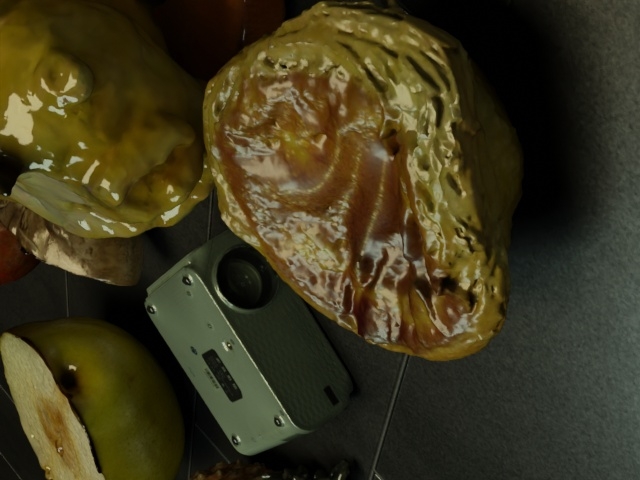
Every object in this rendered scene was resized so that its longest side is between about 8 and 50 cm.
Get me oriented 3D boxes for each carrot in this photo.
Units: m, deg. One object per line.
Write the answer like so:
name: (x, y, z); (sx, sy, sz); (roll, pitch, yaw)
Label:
carrot: (-0.146, -0.250, 1.390); (0.258, 0.100, 0.307); (56, 150, -2)

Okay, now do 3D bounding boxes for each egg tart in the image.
egg tart: (0.046, -0.057, 1.192); (0.340, 0.153, 0.351); (9, 129, 45)

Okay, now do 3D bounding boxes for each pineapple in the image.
pineapple: (-0.056, 0.357, 1.801); (0.340, 0.169, 0.169); (-22, 98, 48)

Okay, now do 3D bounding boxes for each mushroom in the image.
mushroom: (-0.330, -0.058, 1.861); (0.286, 0.156, 0.151); (34, 115, 36)

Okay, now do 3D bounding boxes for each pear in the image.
pear: (-0.318, 0.246, 2.041); (0.340, 0.191, 0.386); (55, 152, 15)

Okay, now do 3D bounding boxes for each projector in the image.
projector: (-0.091, 0.125, 1.651); (0.250, 0.108, 0.198); (59, 151, 1)

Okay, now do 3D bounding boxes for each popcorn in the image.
popcorn: (-0.235, -0.136, 1.318); (0.297, 0.281, 0.316); (40, 170, -36)

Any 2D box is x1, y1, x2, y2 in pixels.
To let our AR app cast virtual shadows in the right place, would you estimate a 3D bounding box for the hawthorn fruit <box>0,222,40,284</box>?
hawthorn fruit: (-0.533, -0.022, 2.055); (0.224, 0.261, 0.224); (47, 156, 29)
